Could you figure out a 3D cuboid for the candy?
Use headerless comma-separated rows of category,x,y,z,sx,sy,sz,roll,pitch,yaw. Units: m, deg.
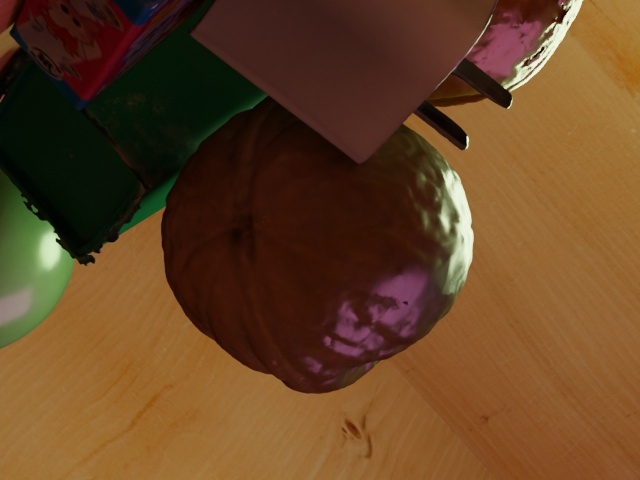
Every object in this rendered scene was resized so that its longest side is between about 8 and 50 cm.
candy,-0.144,-0.218,0.995,0.157,0.100,0.306,-45,-171,-20

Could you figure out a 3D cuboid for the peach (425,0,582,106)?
peach,0.089,-0.310,1.241,0.372,0.372,0.290,-38,161,28

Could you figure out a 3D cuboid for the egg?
egg,-0.412,0.024,1.468,0.270,0.220,0.220,-41,-175,-40

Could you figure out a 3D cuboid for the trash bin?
trash bin,-0.161,-0.175,1.405,0.381,0.259,0.295,-44,-178,-43

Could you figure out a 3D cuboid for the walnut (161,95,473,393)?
walnut,0.000,0.000,1.255,0.333,0.333,0.333,-41,-172,7

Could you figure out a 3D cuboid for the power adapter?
power adapter,0.044,-0.173,1.058,0.187,0.255,0.124,-44,-168,40
